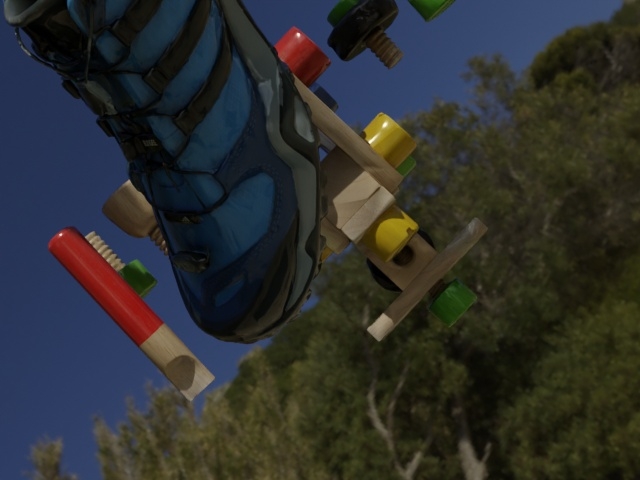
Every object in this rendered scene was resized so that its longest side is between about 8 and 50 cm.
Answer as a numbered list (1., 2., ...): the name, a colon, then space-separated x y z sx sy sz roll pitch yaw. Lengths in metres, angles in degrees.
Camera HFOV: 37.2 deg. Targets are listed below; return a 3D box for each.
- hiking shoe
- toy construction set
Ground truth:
1. hiking shoe: -0.089 -0.087 0.453 0.132 0.113 0.304 -22 -77 -46
2. toy construction set: 0.000 0.000 0.691 0.309 0.237 0.257 -42 -1 -23
